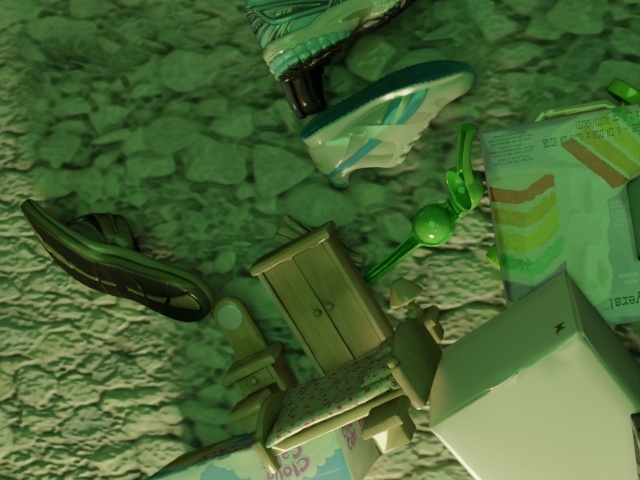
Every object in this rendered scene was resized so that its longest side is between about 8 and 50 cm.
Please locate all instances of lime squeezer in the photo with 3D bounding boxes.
[{"bbox_3d":[0.140,-0.031,1.375,0.059,0.110,0.310,45,131,12],"label":"lime squeezer"}]

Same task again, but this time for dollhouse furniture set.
[{"bbox_3d":[-0.039,0.131,1.263,0.303,0.355,0.173,-28,100,20],"label":"dollhouse furniture set"}]

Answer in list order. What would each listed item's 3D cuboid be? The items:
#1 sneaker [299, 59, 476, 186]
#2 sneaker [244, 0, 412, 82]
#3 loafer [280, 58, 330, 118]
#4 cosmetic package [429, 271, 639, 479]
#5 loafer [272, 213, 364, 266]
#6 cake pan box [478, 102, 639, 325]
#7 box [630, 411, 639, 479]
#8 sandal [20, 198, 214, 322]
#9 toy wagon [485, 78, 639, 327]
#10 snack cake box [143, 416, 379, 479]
[{"bbox_3d":[0.093,-0.151,1.400,0.229,0.087,0.092,-26,112,7],"label":"sneaker"},{"bbox_3d":[0.036,-0.308,1.339,0.283,0.110,0.122,-34,93,-22],"label":"sneaker"},{"bbox_3d":[-0.027,-0.309,1.414,0.095,0.109,0.302,-14,85,9],"label":"loafer"},{"bbox_3d":[0.302,0.242,1.231,0.197,0.155,0.365,-34,105,19],"label":"cosmetic package"},{"bbox_3d":[0.000,0.000,1.441,0.125,0.045,0.039,17,88,17],"label":"loafer"},{"bbox_3d":[0.330,-0.026,1.271,0.267,0.070,0.245,-8,91,14],"label":"cake pan box"},{"bbox_3d":[0.453,0.302,1.120,0.242,0.076,0.307,-9,111,8],"label":"box"},{"bbox_3d":[-0.264,0.018,1.488,0.303,0.120,0.086,22,62,16],"label":"sandal"},{"bbox_3d":[0.374,-0.014,1.328,0.344,0.068,0.267,37,99,12],"label":"toy wagon"},{"bbox_3d":[-0.072,0.288,1.404,0.264,0.152,0.089,-20,88,14],"label":"snack cake box"}]
